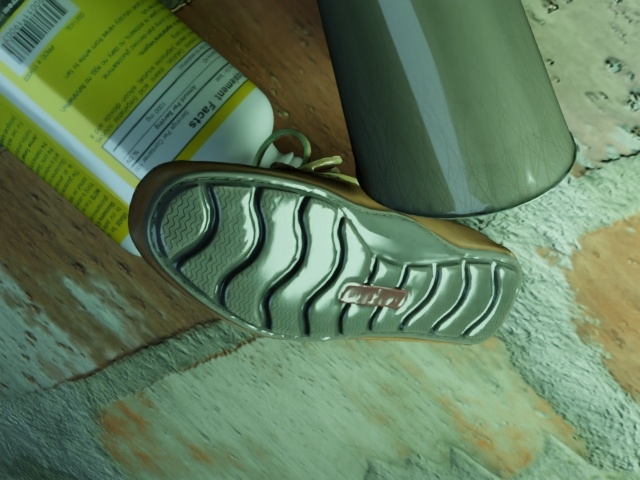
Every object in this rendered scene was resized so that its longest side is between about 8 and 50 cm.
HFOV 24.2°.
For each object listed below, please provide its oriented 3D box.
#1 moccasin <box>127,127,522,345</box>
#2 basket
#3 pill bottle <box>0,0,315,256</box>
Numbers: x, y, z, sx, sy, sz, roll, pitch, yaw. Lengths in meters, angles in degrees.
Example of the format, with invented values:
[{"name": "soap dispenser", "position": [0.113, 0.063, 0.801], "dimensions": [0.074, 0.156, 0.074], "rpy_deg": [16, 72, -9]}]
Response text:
[{"name": "moccasin", "position": [0.001, -0.003, 1.208], "dimensions": [0.147, 0.380, 0.139], "rpy_deg": [37, 114, 43]}, {"name": "basket", "position": [0.075, -0.156, 1.098], "dimensions": [0.204, 0.154, 0.227], "rpy_deg": [28, 145, 54]}, {"name": "pill bottle", "position": [-0.165, -0.108, 1.318], "dimensions": [0.334, 0.188, 0.188], "rpy_deg": [41, 144, -4]}]
